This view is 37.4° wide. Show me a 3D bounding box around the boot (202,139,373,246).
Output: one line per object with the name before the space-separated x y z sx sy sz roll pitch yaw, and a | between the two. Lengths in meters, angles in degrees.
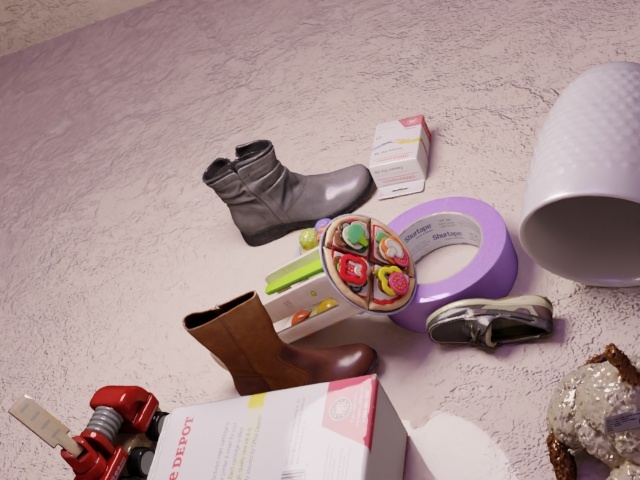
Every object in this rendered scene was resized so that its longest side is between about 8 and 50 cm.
boot | -0.068 -0.132 2.060 0.338 0.223 0.118 -25 37 5

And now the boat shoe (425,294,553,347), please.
boat shoe | 0.289 0.147 1.628 0.223 0.080 0.073 -10 36 16

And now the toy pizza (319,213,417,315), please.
toy pizza | 0.090 0.036 1.659 0.032 0.201 0.201 -45 17 48

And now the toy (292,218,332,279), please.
toy | 0.000 0.000 1.958 0.136 0.056 0.237 -14 26 16

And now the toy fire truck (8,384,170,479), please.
toy fire truck | -0.417 0.340 1.719 0.158 0.246 0.217 -4 44 29

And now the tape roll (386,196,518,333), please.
tape roll | 0.227 0.042 1.782 0.274 0.090 0.275 -17 39 14

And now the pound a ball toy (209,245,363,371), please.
pound a ball toy | -0.037 0.141 1.758 0.319 0.136 0.208 -29 23 44

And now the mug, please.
mug | 0.479 -0.111 1.650 0.374 0.276 0.328 -46 23 57

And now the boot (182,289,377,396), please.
boot | -0.063 0.174 1.654 0.264 0.280 0.096 -17 40 16

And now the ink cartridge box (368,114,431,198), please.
ink cartridge box | 0.175 -0.185 2.094 0.115 0.067 0.198 -11 41 21

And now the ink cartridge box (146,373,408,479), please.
ink cartridge box | -0.074 0.393 1.509 0.384 0.160 0.279 -12 40 21

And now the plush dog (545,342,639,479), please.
plush dog | 0.415 0.243 1.364 0.262 0.210 0.225 -49 10 -25
